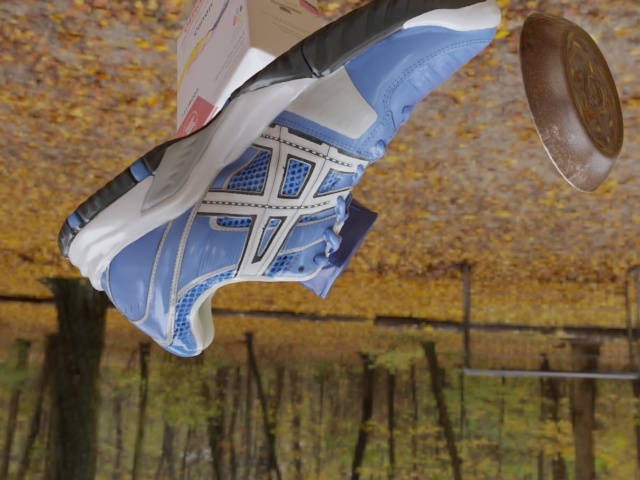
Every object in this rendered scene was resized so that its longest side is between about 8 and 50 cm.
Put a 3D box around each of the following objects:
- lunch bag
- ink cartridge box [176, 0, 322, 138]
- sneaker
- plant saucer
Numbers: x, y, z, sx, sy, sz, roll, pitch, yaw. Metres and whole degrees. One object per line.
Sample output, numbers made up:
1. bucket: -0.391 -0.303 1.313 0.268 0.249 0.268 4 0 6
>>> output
1. lunch bag: 0.000 0.000 0.771 0.065 0.098 0.067 34 138 4
2. ink cartridge box: -0.057 -0.147 0.632 0.067 0.198 0.115 19 130 -26
3. sneaker: -0.009 -0.032 0.364 0.211 0.081 0.080 -36 -179 12
4. plant saucer: 0.271 -0.150 0.880 0.036 0.199 0.198 -18 159 38
